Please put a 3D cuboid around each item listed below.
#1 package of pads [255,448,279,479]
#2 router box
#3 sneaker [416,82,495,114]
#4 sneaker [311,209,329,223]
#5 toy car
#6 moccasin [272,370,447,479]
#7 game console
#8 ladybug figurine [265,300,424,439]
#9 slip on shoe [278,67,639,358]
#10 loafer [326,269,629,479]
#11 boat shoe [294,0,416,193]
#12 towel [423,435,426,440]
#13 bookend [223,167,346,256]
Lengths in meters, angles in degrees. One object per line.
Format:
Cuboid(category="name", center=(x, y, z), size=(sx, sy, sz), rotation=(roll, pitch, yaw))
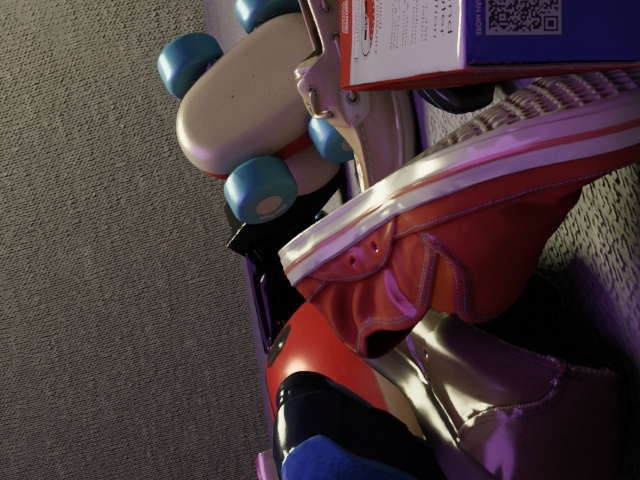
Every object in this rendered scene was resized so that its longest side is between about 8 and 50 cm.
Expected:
Cuboid(category="package of pads", center=(-0.040, 0.245, 1.328), size=(0.050, 0.031, 0.083), rotation=(114, 144, -70))
Cuboid(category="router box", center=(0.069, -0.247, 0.682), size=(0.301, 0.082, 0.336), rotation=(-154, 62, -80))
Cuboid(category="sneaker", center=(0.077, -0.197, 0.913), size=(0.090, 0.081, 0.232), rotation=(-128, 21, -67))
Cuboid(category="sneaker", center=(0.000, 0.000, 1.824), size=(0.082, 0.069, 0.209), rotation=(-62, 1, 6))
Cuboid(category="toy car", center=(-0.024, -0.128, 1.505), size=(0.219, 0.210, 0.238), rotation=(60, -168, 27))
Cuboid(category="moccasin", center=(0.085, 0.194, 0.979), size=(0.342, 0.137, 0.117), rotation=(53, -169, -42))
Cuboid(category="game console", center=(0.005, 0.160, 1.628), size=(0.213, 0.043, 0.362), rotation=(-16, -85, -63))
Cuboid(category="ladybug figurine", center=(0.047, 0.231, 1.397), size=(0.305, 0.161, 0.449), rotation=(88, 168, -52))
Cuboid(category="slip on shoe", center=(0.089, -0.012, 0.753), size=(0.101, 0.123, 0.331), rotation=(57, 146, 1))
Cuboid(category="loafer", center=(0.111, 0.052, 0.935), size=(0.366, 0.133, 0.130), rotation=(51, 126, 54))
Cuboid(category="boat shoe", center=(0.022, -0.153, 1.261), size=(0.109, 0.098, 0.302), rotation=(-138, 37, -77))
Cuboid(category="towel", center=(0.105, 0.145, 1.199), size=(0.102, 0.021, 0.237), rotation=(95, 173, -51))
Cuboid(category="bookend", center=(-0.059, -0.073, 1.733), size=(0.157, 0.072, 0.156), rotation=(-50, 31, 17))
